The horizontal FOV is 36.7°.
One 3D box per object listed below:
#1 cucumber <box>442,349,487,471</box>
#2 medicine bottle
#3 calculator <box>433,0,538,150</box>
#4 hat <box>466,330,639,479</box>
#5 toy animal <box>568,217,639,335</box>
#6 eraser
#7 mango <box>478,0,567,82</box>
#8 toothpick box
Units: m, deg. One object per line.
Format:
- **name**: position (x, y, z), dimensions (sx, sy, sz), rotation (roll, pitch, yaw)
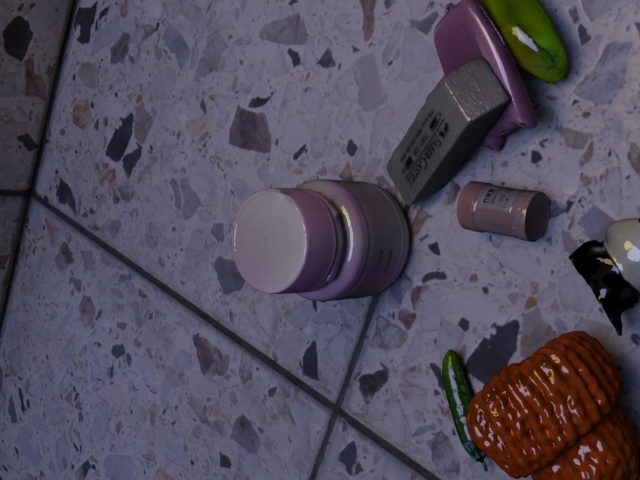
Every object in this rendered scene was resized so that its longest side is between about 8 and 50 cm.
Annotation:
- **cucumber**: position (0.287, 0.343, 1.937), dimensions (0.056, 0.056, 0.250), rotation (-27, 71, 38)
- **medicine bottle**: position (0.000, 0.000, 2.002), dimensions (0.256, 0.325, 0.256), rotation (2, 93, 42)
- **calculator**: position (0.302, -0.320, 1.844), dimensions (0.294, 0.043, 0.194), rotation (65, 157, 5)
- **hat**: position (0.445, 0.376, 1.671), dimensions (0.285, 0.285, 0.400), rotation (-45, 66, 32)
- **toy animal**: position (0.539, 0.049, 1.673), dimensions (0.179, 0.138, 0.166), rotation (-41, 85, 25)
- **eraser**: position (0.239, -0.207, 1.891), dimensions (0.111, 0.077, 0.352), rotation (64, 151, 21)
- **mango**: position (0.376, -0.387, 1.812), dimensions (0.233, 0.111, 0.125), rotation (58, 163, 15)
- **toothpick box**: position (0.349, -0.056, 1.847), dimensions (0.149, 0.098, 0.098), rotation (13, 99, 39)
